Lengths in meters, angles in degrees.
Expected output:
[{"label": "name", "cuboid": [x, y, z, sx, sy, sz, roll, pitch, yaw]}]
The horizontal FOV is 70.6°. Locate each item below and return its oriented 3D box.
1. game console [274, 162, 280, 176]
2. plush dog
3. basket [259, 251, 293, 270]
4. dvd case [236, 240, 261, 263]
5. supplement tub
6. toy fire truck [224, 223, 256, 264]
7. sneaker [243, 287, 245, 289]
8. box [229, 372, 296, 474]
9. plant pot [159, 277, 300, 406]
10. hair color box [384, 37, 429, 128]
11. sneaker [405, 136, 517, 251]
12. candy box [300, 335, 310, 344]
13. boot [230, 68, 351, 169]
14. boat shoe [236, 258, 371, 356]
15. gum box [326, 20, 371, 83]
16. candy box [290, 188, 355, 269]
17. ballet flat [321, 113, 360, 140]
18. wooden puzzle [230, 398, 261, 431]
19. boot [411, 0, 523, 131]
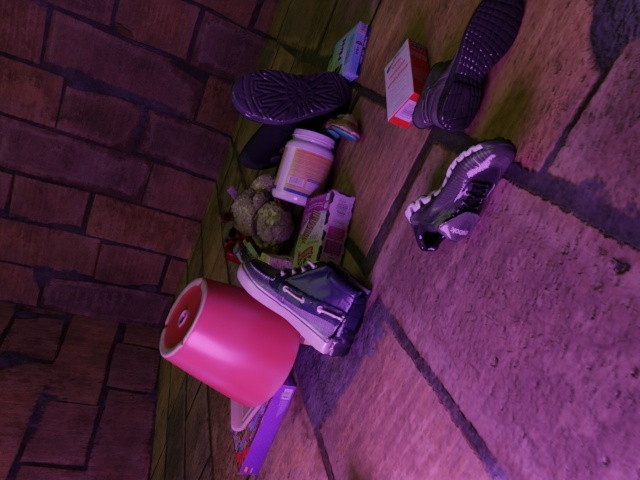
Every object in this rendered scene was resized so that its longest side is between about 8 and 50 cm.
[{"label": "game console", "cuboid": [-0.113, -0.205, 1.538, 0.071, 0.107, 0.122, 67, -144, -81]}, {"label": "plush dog", "cuboid": [-0.178, -0.070, 1.444, 0.225, 0.211, 0.262, 16, 110, 38]}, {"label": "basket", "cuboid": [-0.136, 0.122, 1.327, 0.113, 0.103, 0.167, 17, 90, 66]}, {"label": "dvd case", "cuboid": [-0.237, 0.074, 1.577, 0.087, 0.013, 0.119, -38, 82, 32]}, {"label": "supplement tub", "cuboid": [-0.044, -0.200, 1.279, 0.144, 0.144, 0.199, 23, 96, 67]}, {"label": "toy fire truck", "cuboid": [-0.272, 0.034, 1.675, 0.217, 0.159, 0.246, -52, 21, 41]}, {"label": "sneaker", "cuboid": [-0.249, 0.182, 1.599, 0.162, 0.063, 0.073, -4, 69, 65]}, {"label": "box", "cuboid": [-0.166, 0.450, 1.237, 0.293, 0.057, 0.201, -67, 24, 14]}, {"label": "plant pot", "cuboid": [-0.223, 0.224, 1.071, 0.275, 0.243, 0.275, -37, 36, 33]}, {"label": "hair color box", "cuboid": [0.186, -0.336, 0.967, 0.093, 0.053, 0.167, -44, 39, 52]}, {"label": "sneaker", "cuboid": [0.216, -0.055, 0.692, 0.234, 0.078, 0.106, 131, 144, -52]}, {"label": "candy box", "cuboid": [-0.050, 0.182, 1.160, 0.187, 0.053, 0.109, 30, 103, 68]}, {"label": "boot", "cuboid": [-0.165, -0.350, 1.403, 0.445, 0.367, 0.146, -21, 82, 58]}, {"label": "boat shoe", "cuboid": [-0.037, 0.093, 0.994, 0.340, 0.127, 0.158, 33, 103, 30]}, {"label": "gum box", "cuboid": [0.075, -0.547, 1.368, 0.184, 0.041, 0.157, 2, 78, 67]}, {"label": "candy box", "cuboid": [0.000, 0.000, 1.142, 0.159, 0.071, 0.233, -8, 68, 64]}, {"label": "ballet flat", "cuboid": [0.059, -0.312, 1.222, 0.067, 0.073, 0.206, -58, 28, 1]}, {"label": "wooden puzzle", "cuboid": [-0.160, 0.341, 1.179, 0.238, 0.044, 0.221, -52, 30, 25]}, {"label": "boot", "cuboid": [0.241, -0.314, 0.803, 0.246, 0.083, 0.161, -66, 18, 14]}]
